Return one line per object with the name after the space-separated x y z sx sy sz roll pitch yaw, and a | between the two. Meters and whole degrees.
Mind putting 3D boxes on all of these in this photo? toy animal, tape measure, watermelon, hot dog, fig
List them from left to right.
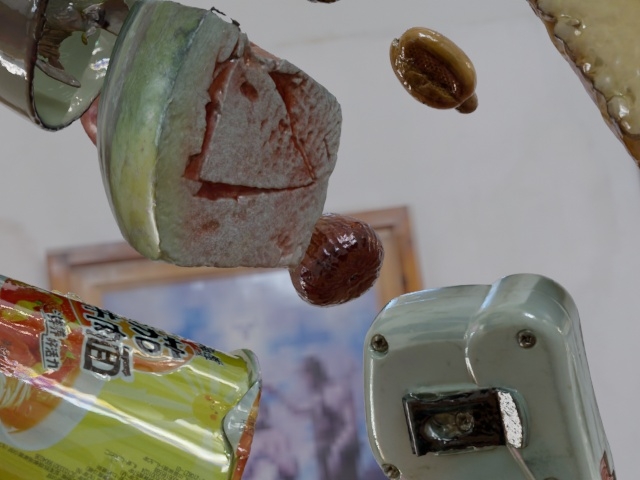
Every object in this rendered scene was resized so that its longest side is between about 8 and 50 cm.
-0.286 -0.252 2.038 0.095 0.219 0.155 16 24 24 | toy animal
-0.090 -0.096 1.577 0.201 0.213 0.261 10 10 -19 | watermelon
0.011 0.001 2.212 0.119 0.153 0.119 -16 -18 -5 | fig
0.147 -0.209 2.303 0.090 0.140 0.060 -46 11 33 | hot dog
0.163 0.166 1.803 0.246 0.243 0.125 -9 18 20 | tape measure

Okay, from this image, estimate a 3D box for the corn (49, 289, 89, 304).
-0.312 0.162 2.108 0.081 0.081 0.248 -2 -50 -30 | corn

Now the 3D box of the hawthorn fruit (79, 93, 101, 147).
-0.228 -0.161 2.347 0.196 0.226 0.196 5 -34 3 | hawthorn fruit

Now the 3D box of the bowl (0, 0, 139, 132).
-0.324 -0.316 2.098 0.185 0.354 0.354 21 -7 8 | bowl

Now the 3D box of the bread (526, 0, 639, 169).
0.379 -0.201 1.772 0.279 0.371 0.390 -39 -32 14 | bread

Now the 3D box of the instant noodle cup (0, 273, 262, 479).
-0.188 0.154 1.309 0.200 0.264 0.264 26 -20 -14 | instant noodle cup

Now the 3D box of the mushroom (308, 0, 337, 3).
-0.046 -0.258 1.560 0.148 0.217 0.227 -17 -31 -23 | mushroom
